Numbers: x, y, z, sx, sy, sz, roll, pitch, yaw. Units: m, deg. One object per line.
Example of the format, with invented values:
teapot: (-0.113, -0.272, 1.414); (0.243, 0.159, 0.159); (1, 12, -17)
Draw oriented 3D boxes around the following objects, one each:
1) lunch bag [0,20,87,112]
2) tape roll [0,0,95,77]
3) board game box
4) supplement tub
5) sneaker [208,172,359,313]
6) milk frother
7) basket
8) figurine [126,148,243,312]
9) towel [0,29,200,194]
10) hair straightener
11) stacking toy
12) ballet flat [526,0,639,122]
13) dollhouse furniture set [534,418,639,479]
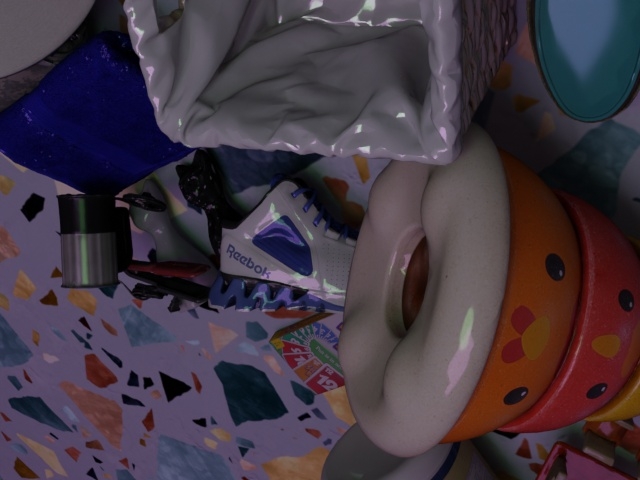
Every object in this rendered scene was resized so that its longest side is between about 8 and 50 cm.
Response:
lunch bag: (-0.490, -0.285, 1.111); (0.256, 0.212, 0.305); (39, 136, -24)
tape roll: (-0.431, -0.369, 0.914); (0.392, 0.392, 0.072); (58, 170, -18)
board game box: (0.046, 0.157, 1.242); (0.259, 0.039, 0.124); (-29, 107, 38)
supplement tub: (0.173, 0.421, 1.231); (0.228, 0.228, 0.316); (-23, 110, 39)
sneaker: (-0.001, 0.000, 1.071); (0.316, 0.127, 0.182); (-1, 95, 9)
milk frother: (-0.297, -0.002, 1.161); (0.143, 0.129, 0.134); (3, 97, 44)
basket: (0.004, -0.281, 0.778); (0.331, 0.266, 0.328); (8, 126, 24)
figurine: (-0.191, -0.014, 1.223); (0.215, 0.092, 0.209); (-20, 103, 39)
towel: (-0.283, -0.152, 1.098); (0.228, 0.076, 0.308); (22, 147, -40)
hair straightener: (-0.247, 0.074, 1.223); (0.230, 0.047, 0.089); (2, 113, 35)
stacking toy: (0.287, 0.081, 0.887); (0.480, 0.350, 0.350); (11, 134, -14)
ballet flat: (0.243, -0.282, 0.747); (0.123, 0.123, 0.348); (-1, 126, 31)
dollhouse furniture set: (0.424, 0.364, 1.099); (0.259, 0.135, 0.262); (26, 108, 11)
